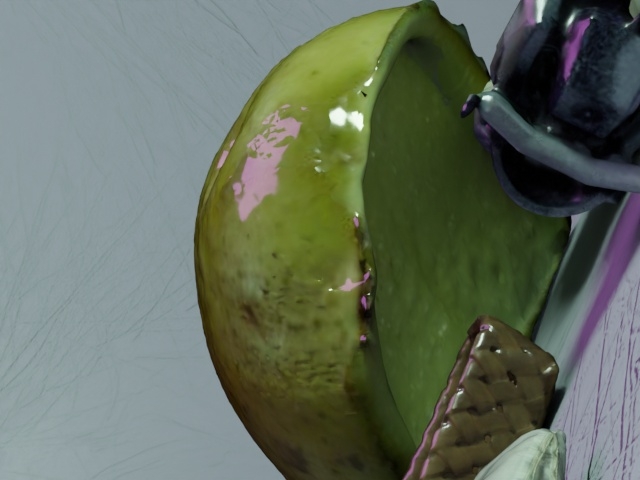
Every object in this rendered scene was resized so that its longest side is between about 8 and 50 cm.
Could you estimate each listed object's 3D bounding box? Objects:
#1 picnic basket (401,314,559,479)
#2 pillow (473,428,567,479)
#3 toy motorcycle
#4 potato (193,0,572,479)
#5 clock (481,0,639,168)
[{"bbox_3d":[0.069,0.136,0.940,0.110,0.055,0.193,89,-154,-86],"label":"picnic basket"},{"bbox_3d":[0.038,0.183,0.692,0.229,0.051,0.128,-66,-10,16],"label":"pillow"},{"bbox_3d":[0.145,-0.104,0.847,0.270,0.106,0.159,125,169,-67],"label":"toy motorcycle"},{"bbox_3d":[0.000,0.000,1.154,0.280,0.212,0.330,66,-146,-35],"label":"potato"},{"bbox_3d":[0.162,-0.111,1.094,0.231,0.103,0.144,-62,-13,-45],"label":"clock"}]
